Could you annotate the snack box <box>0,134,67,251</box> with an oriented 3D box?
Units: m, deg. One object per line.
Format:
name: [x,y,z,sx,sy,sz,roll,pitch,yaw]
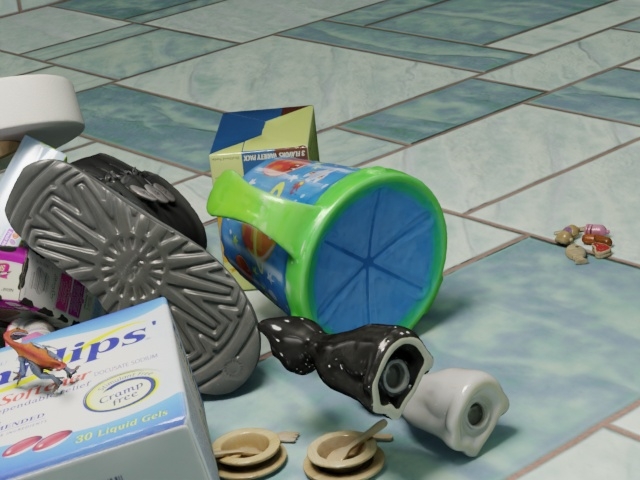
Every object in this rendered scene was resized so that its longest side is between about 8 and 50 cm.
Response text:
snack box: [-0.415,-0.032,1.995,0.070,0.174,0.207,26,-14,-2]

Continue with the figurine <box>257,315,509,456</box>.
figurine: [0.062,0.143,1.551,0.215,0.092,0.209,30,-10,-39]

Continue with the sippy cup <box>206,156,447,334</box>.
sippy cup: [0.000,0.000,1.797,0.240,0.305,0.224,-37,37,-24]

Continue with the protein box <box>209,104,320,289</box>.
protein box: [-0.070,-0.063,2.041,0.136,0.201,0.200,-5,22,4]

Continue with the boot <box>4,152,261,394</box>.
boot: [-0.213,0.028,1.901,0.146,0.367,0.445,-45,1,1]

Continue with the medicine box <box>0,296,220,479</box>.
medicine box: [-0.246,0.209,1.433,0.264,0.149,0.289,-18,23,-4]

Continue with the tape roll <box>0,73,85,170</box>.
tape roll: [-0.519,-0.135,1.996,0.392,0.072,0.392,-17,-1,0]

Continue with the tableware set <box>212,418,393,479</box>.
tableware set: [-0.028,0.222,1.535,0.194,0.039,0.128,0,22,15]

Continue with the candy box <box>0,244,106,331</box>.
candy box: [-0.387,0.063,1.822,0.159,0.071,0.233,5,-12,19]

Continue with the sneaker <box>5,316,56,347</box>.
sneaker: [-0.315,0.165,1.696,0.111,0.103,0.252,3,19,-10]

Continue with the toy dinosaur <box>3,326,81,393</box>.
toy dinosaur: [-0.273,0.107,1.399,0.082,0.090,0.047,39,56,8]

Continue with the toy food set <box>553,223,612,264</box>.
toy food set: [0.369,-0.002,2.011,0.078,0.019,0.122,-10,22,-8]
